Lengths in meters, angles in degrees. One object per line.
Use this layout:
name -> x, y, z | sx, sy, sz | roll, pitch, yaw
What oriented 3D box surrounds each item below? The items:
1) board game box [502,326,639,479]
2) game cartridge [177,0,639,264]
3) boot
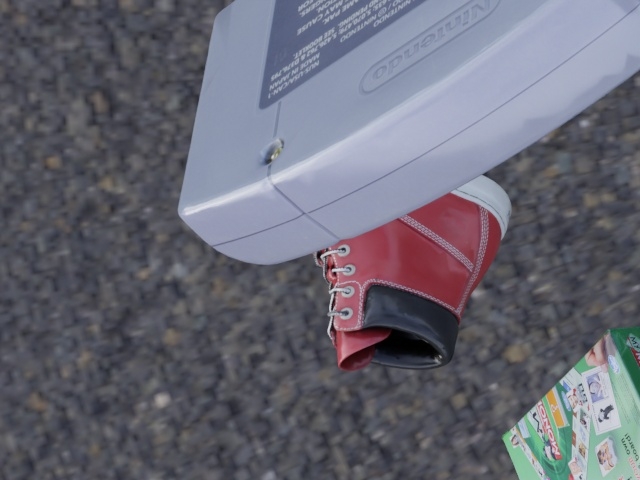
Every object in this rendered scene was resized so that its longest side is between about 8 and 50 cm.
board game box -> 0.289, 0.268, 1.749 | 0.213, 0.046, 0.317 | -54, 49, 48
game cartridge -> 0.064, -0.111, 0.807 | 0.297, 0.062, 0.198 | -31, 38, 32
boot -> 0.000, 0.000, 1.386 | 0.244, 0.176, 0.088 | 21, 146, 9
